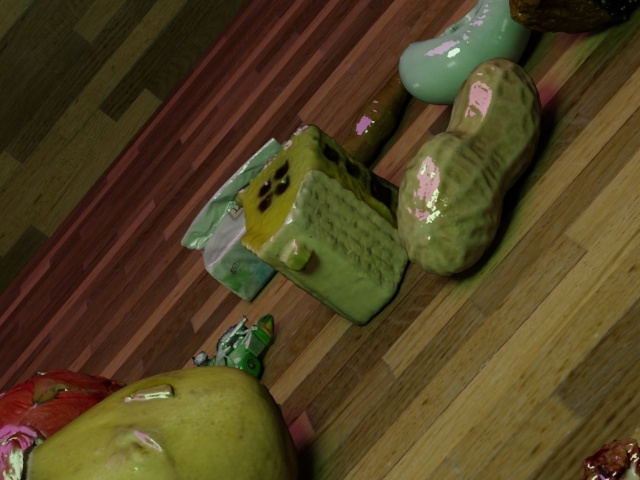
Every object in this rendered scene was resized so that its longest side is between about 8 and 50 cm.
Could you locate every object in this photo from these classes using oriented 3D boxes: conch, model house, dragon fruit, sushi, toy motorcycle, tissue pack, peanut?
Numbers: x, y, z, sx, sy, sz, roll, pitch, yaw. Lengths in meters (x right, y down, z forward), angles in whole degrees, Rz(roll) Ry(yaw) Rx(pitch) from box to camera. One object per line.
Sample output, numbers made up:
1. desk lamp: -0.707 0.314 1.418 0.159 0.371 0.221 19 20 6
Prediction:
1. conch: 0.213 -0.272 1.662 0.221 0.121 0.185 -35 22 20
2. model house: 0.000 0.000 1.563 0.175 0.193 0.234 -40 27 26
3. dragon fruit: -0.379 0.328 1.680 0.277 0.277 0.342 -33 11 40
4. sushi: 0.343 -0.342 1.499 0.287 0.149 0.140 -34 -19 -35
5. toy motorcycle: -0.125 0.185 1.680 0.106 0.074 0.190 -23 33 34
6. tissue pack: -0.104 -0.047 1.900 0.229 0.145 0.159 -48 21 7
7. peanut: 0.179 -0.096 1.426 0.120 0.136 0.298 6 55 41

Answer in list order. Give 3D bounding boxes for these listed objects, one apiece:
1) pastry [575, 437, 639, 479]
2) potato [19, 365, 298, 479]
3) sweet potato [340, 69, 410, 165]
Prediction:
1. pastry: 0.216 0.234 0.886 0.115 0.097 0.208 7 59 54
2. potato: -0.145 0.316 1.307 0.296 0.290 0.397 -24 42 -5
3. sweet potato: 0.091 -0.189 1.860 0.274 0.067 0.067 -54 21 -24
